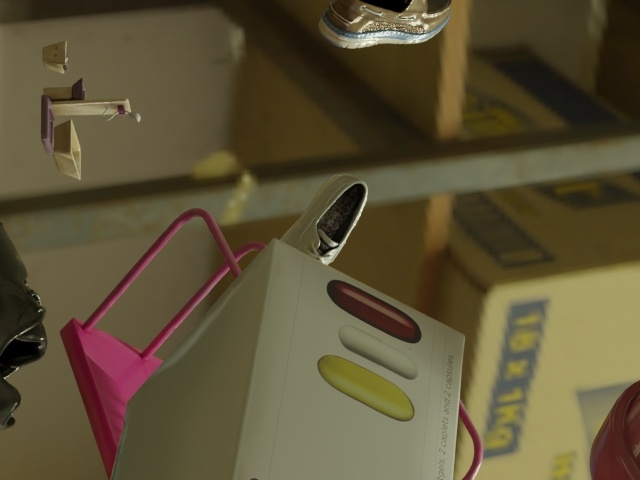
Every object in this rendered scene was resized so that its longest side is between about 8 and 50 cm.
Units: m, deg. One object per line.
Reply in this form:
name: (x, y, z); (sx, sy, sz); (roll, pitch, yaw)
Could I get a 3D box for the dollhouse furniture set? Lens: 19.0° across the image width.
dollhouse furniture set: (-0.192, -0.108, 1.652); (0.114, 0.081, 0.091); (89, -1, -69)

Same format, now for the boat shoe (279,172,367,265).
boat shoe: (0.000, 0.000, 2.358); (0.066, 0.184, 0.063); (41, -11, -19)

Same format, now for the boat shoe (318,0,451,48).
boat shoe: (0.082, -0.251, 2.047); (0.066, 0.183, 0.066); (48, -47, 22)

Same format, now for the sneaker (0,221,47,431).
sneaker: (-0.282, 0.046, 1.555); (0.109, 0.130, 0.286); (111, -13, -51)

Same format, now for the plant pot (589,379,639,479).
plant pot: (0.345, 0.154, 1.570); (0.201, 0.201, 0.180); (60, -38, 39)

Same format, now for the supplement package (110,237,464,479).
supplement package: (-0.034, 0.173, 1.147); (0.204, 0.145, 0.262); (-48, -156, 40)

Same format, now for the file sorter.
file sorter: (-0.033, 0.132, 1.604); (0.182, 0.291, 0.202); (-46, -140, 16)
